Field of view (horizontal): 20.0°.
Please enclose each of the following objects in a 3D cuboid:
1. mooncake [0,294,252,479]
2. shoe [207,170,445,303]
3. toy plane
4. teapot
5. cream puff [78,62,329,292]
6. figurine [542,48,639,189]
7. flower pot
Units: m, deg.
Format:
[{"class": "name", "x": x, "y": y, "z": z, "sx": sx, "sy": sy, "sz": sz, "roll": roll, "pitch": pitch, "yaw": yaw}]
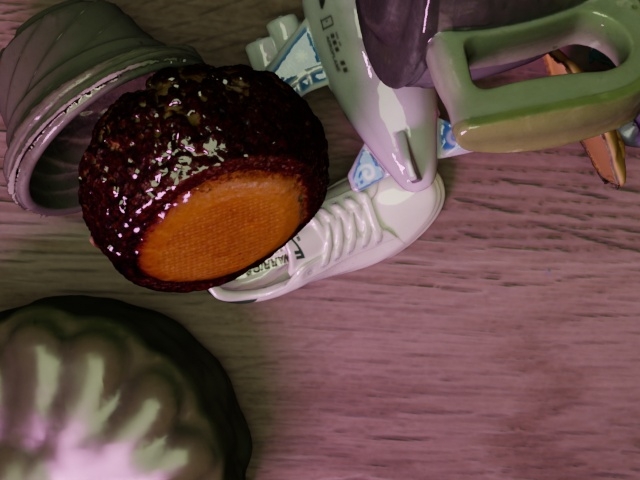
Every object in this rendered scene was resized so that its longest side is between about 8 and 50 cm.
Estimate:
[{"class": "mooncake", "x": -0.249, "y": 0.232, "z": 1.805, "sx": 0.356, "sy": 0.194, "sz": 0.356, "roll": 0, "pitch": 96, "yaw": 3}, {"class": "shoe", "x": 0.000, "y": 0.000, "z": 1.801, "sx": 0.265, "sy": 0.110, "sz": 0.095, "roll": -24, "pitch": 93, "yaw": 9}, {"class": "toy plane", "x": 0.055, "y": -0.174, "z": 1.767, "sx": 0.266, "sy": 0.122, "sz": 0.267, "roll": 0, "pitch": 86, "yaw": 7}, {"class": "teapot", "x": 0.169, "y": -0.241, "z": 1.580, "sx": 0.239, "sy": 0.321, "sz": 0.239, "roll": -4, "pitch": 115, "yaw": -12}, {"class": "cream puff", "x": -0.110, "y": -0.067, "z": 1.672, "sx": 0.239, "sy": 0.239, "sz": 0.165, "roll": -29, "pitch": 62, "yaw": 7}, {"class": "figurine", "x": 0.355, "y": -0.183, "z": 1.724, "sx": 0.257, "sy": 0.181, "sz": 0.208, "roll": -27, "pitch": 65, "yaw": 0}, {"class": "flower pot", "x": -0.227, "y": -0.144, "z": 1.763, "sx": 0.235, "sy": 0.235, "sz": 0.140, "roll": -36, "pitch": 71, "yaw": 7}]
